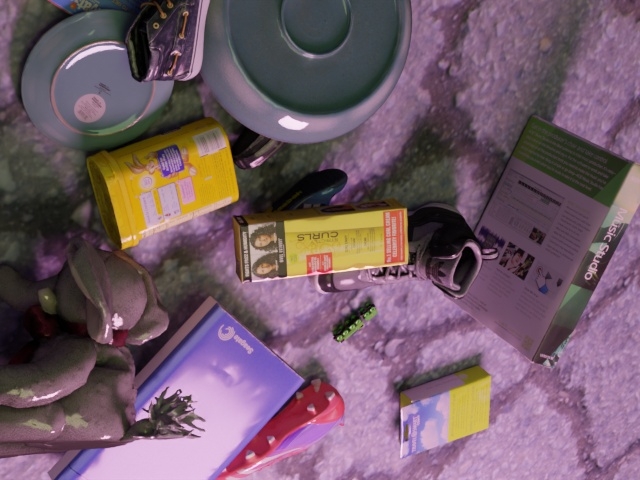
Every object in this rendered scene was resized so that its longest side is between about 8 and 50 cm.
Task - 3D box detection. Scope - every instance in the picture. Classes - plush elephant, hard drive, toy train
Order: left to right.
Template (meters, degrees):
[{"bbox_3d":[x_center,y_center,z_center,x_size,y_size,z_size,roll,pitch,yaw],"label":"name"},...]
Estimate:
[{"bbox_3d":[-0.308,0.120,1.384,0.330,0.255,0.272,-4,164,5],"label":"plush elephant"},{"bbox_3d":[-0.192,0.255,1.578,0.319,0.040,0.210,-48,129,-4],"label":"hard drive"},{"bbox_3d":[0.053,0.127,1.733,0.083,0.017,0.024,-40,138,-9],"label":"toy train"}]

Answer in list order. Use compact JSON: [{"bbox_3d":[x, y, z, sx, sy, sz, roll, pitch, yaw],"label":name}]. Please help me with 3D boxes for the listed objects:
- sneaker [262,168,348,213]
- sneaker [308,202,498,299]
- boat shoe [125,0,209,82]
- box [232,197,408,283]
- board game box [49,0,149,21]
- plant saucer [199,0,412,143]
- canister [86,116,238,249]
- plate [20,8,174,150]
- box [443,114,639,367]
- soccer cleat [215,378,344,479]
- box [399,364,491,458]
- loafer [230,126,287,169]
[{"bbox_3d":[-0.018,-0.045,1.583,0.144,0.053,0.059,-37,123,0],"label":"sneaker"},{"bbox_3d":[0.124,0.029,1.641,0.268,0.153,0.101,-19,121,-23],"label":"sneaker"},{"bbox_3d":[-0.177,-0.271,1.316,0.083,0.065,0.183,-18,120,-46],"label":"boat shoe"},{"bbox_3d":[0.000,0.000,1.537,0.232,0.058,0.087,-6,107,-14],"label":"box"},{"bbox_3d":[-0.288,-0.344,1.286,0.281,0.027,0.145,31,94,-39],"label":"board game box"},{"bbox_3d":[-0.012,-0.280,1.420,0.317,0.043,0.318,-3,96,-27],"label":"plant saucer"},{"bbox_3d":[-0.197,-0.075,1.446,0.170,0.073,0.126,-23,124,-22],"label":"canister"},{"bbox_3d":[-0.262,-0.185,1.362,0.188,0.024,0.188,-16,130,-20],"label":"plate"},{"bbox_3d":[0.333,-0.004,1.703,0.058,0.232,0.322,16,105,-35],"label":"box"},{"bbox_3d":[-0.068,0.304,1.710,0.248,0.083,0.095,-32,130,-18],"label":"soccer cleat"},{"bbox_3d":[0.198,0.284,1.881,0.178,0.042,0.109,-15,119,-25],"label":"box"},{"bbox_3d":[-0.050,-0.192,1.481,0.078,0.076,0.223,40,84,-33],"label":"loafer"}]
